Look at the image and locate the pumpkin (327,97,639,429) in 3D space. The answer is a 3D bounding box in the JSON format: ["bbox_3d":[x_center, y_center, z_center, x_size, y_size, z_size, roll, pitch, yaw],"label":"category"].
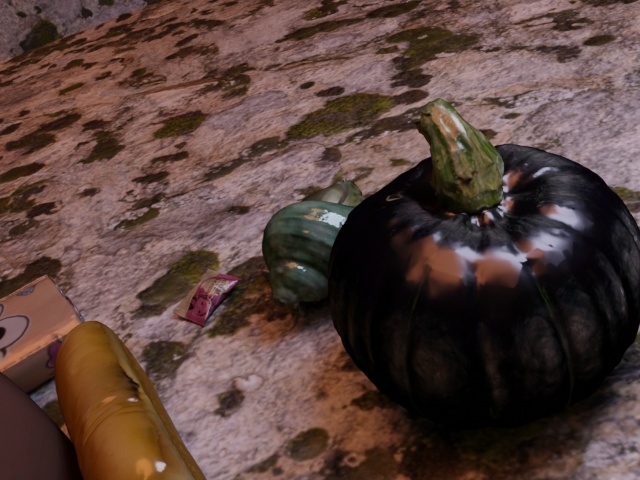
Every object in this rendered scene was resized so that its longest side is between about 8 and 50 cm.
[{"bbox_3d":[0.148,0.013,0.705,0.296,0.296,0.296,-13,32,9],"label":"pumpkin"}]

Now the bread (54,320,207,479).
[{"bbox_3d":[-0.183,0.189,0.728,0.091,0.142,0.305,-31,31,-15],"label":"bread"}]

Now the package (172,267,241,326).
[{"bbox_3d":[-0.148,0.071,0.995,0.059,0.029,0.083,16,55,32],"label":"package"}]

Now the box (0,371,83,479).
[{"bbox_3d":[-0.357,0.242,0.670,0.301,0.216,0.301,-13,30,8],"label":"box"}]

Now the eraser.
[{"bbox_3d":[-0.433,0.162,0.945,0.290,0.087,0.171,-32,33,-22],"label":"eraser"}]

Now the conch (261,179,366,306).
[{"bbox_3d":[0.002,0.002,0.920,0.176,0.122,0.188,8,18,33],"label":"conch"}]

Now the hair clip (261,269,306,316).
[{"bbox_3d":[-0.044,0.059,0.964,0.039,0.030,0.115,-39,30,4],"label":"hair clip"}]
